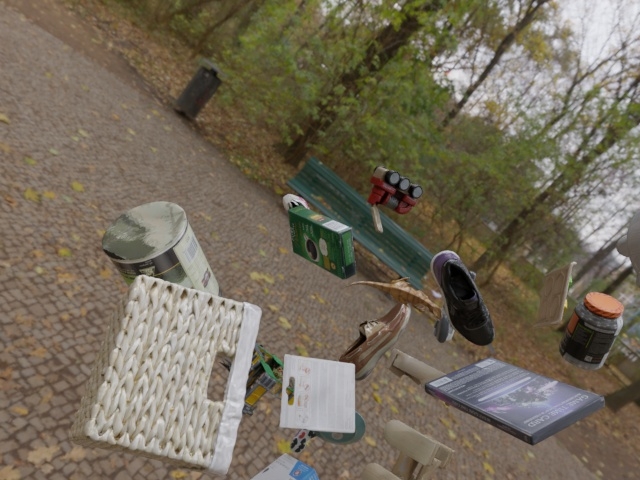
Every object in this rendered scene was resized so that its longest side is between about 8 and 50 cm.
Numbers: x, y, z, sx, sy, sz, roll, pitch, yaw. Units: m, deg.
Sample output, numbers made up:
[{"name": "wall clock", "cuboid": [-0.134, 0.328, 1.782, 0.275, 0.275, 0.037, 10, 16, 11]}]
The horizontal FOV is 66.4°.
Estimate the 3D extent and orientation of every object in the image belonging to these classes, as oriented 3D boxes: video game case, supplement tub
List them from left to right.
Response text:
[{"name": "video game case", "cuboid": [0.371, 0.305, 0.970, 0.196, 0.026, 0.274, -12, 9, -26]}, {"name": "supplement tub", "cuboid": [0.728, 0.242, 1.313, 0.117, 0.190, 0.117, 5, 29, -3]}]

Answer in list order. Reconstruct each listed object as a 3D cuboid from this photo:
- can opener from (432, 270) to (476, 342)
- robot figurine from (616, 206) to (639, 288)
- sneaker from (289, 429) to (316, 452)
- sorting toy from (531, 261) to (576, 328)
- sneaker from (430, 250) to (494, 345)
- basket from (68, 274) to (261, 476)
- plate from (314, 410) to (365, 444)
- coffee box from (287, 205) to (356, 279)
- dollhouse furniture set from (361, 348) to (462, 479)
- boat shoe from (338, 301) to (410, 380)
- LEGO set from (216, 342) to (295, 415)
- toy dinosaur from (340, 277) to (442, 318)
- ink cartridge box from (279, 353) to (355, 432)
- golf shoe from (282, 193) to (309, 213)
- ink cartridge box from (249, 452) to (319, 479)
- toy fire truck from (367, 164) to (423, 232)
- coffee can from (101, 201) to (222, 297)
[{"name": "can opener", "cuboid": [0.494, 0.242, 1.795, 0.076, 0.283, 0.095, 20, 6, 0]}, {"name": "robot figurine", "cuboid": [0.630, -0.005, 0.742, 0.299, 0.200, 0.353, 60, -12, 8]}, {"name": "sneaker", "cuboid": [-0.056, 0.722, 1.855, 0.068, 0.170, 0.071, 49, -8, -5]}, {"name": "sorting toy", "cuboid": [0.736, 0.178, 1.532, 0.038, 0.208, 0.193, 20, -11, 9]}, {"name": "sneaker", "cuboid": [0.376, 0.169, 1.275, 0.283, 0.107, 0.124, 60, 5, -9]}, {"name": "basket", "cuboid": [-0.321, 0.283, 1.011, 0.267, 0.331, 0.328, 22, 61, -23]}, {"name": "plate", "cuboid": [0.057, 0.625, 1.636, 0.188, 0.188, 0.024, 38, 26, -11]}, {"name": "coffee box", "cuboid": [0.000, 0.000, 1.054, 0.040, 0.113, 0.184, -24, 30, -31]}, {"name": "dollhouse furniture set", "cuboid": [0.266, 0.578, 1.503, 0.257, 0.394, 0.362, 23, -14, 31]}, {"name": "boat shoe", "cuboid": [0.188, 0.328, 1.692, 0.116, 0.324, 0.123, 42, -14, -5]}, {"name": "LEGO set", "cuboid": [-0.228, 0.530, 1.769, 0.255, 0.192, 0.331, 45, -3, -40]}, {"name": "toy dinosaur", "cuboid": [0.161, 0.105, 1.038, 0.212, 0.064, 0.112, 16, 0, 18]}, {"name": "ink cartridge box", "cuboid": [-0.012, 0.402, 1.275, 0.225, 0.056, 0.180, 15, 64, -27]}, {"name": "golf shoe", "cuboid": [-0.073, -0.106, 1.522, 0.186, 0.067, 0.086, 47, -8, 48]}, {"name": "ink cartridge box", "cuboid": [-0.170, 0.912, 1.705, 0.223, 0.307, 0.129, -8, -74, 56]}, {"name": "toy fire truck", "cuboid": [0.284, -0.152, 2.010, 0.217, 0.246, 0.158, 24, 7, -34]}, {"name": "coffee can", "cuboid": [-0.385, 0.070, 1.225, 0.201, 0.202, 0.275, -125, -165, -46]}]
